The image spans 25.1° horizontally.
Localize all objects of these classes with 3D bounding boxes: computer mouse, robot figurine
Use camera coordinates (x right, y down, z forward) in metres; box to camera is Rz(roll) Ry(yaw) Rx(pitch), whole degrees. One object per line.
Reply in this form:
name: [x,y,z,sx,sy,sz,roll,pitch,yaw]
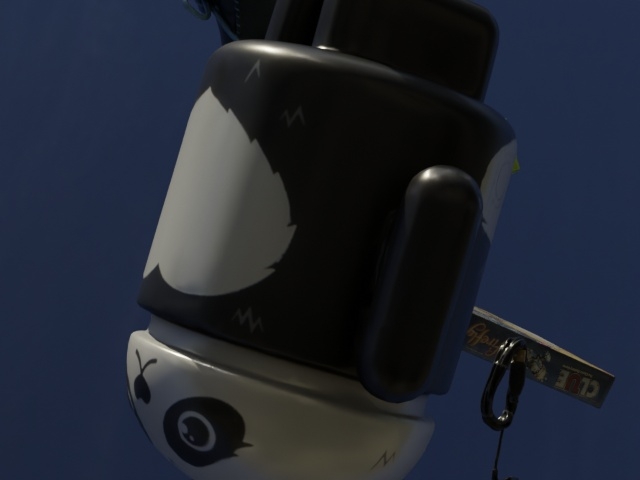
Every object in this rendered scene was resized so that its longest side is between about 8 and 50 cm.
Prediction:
computer mouse: [0.171,0.206,1.295,0.071,0.041,0.242,-12,-71,-48]
robot figurine: [-0.001,0.000,0.746,0.173,0.209,0.278,16,-91,11]

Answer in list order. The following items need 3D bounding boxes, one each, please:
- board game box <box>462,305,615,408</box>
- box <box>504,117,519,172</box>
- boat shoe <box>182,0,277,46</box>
board game box: [0.188,0.106,1.591,0.243,0.165,0.042,25,-88,-34]
box: [0.025,-0.036,0.933,0.178,0.109,0.042,-20,-77,-21]
boat shoe: [-0.069,-0.220,1.142,0.089,0.109,0.258,3,-93,-13]
